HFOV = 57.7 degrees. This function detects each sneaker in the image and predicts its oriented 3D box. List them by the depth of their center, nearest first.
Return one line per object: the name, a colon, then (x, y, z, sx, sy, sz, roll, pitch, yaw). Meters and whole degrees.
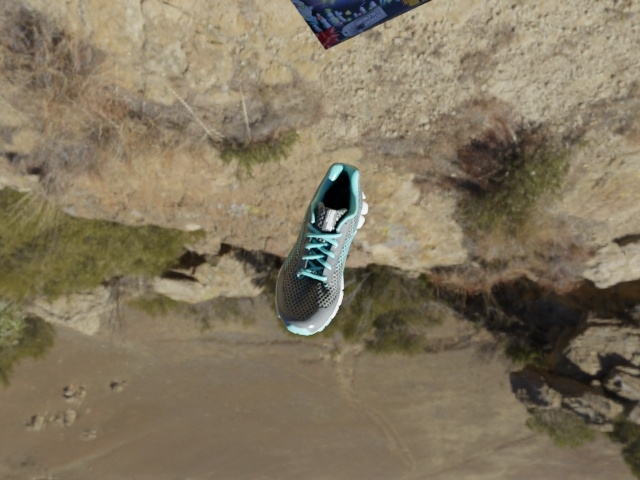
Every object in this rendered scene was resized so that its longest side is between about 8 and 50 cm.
sneaker: (0.000, 0.000, 0.516, 0.065, 0.166, 0.076, 13, 153, 6)

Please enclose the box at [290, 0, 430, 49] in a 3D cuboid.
box: (0.042, -0.202, 0.421, 0.137, 0.027, 0.094, -19, 154, 20)
